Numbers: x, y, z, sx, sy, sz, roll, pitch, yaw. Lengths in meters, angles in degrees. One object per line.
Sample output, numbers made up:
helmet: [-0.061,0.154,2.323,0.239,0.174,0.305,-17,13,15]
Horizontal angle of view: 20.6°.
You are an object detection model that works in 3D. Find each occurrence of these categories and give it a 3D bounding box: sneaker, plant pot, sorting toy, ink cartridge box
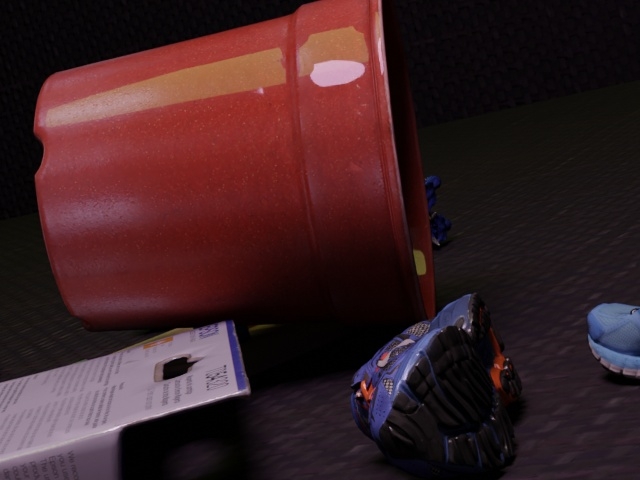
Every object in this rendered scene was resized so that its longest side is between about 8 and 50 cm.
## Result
sneaker: [0.057,0.092,0.980,0.087,0.083,0.221,-27,-1,14]
sneaker: [0.217,0.039,1.009,0.063,0.073,0.162,-21,9,-37]
plant pot: [-0.062,-0.047,1.325,0.265,0.272,0.272,-7,8,7]
sorting toy: [-0.069,0.070,1.451,0.347,0.047,0.196,-20,9,-38]
ink cartridge box: [-0.201,0.140,1.105,0.330,0.071,0.324,-14,5,-3]

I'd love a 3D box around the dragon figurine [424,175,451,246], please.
dragon figurine: [0.000,0.000,1.689,0.289,0.085,0.144,-20,8,-42]
